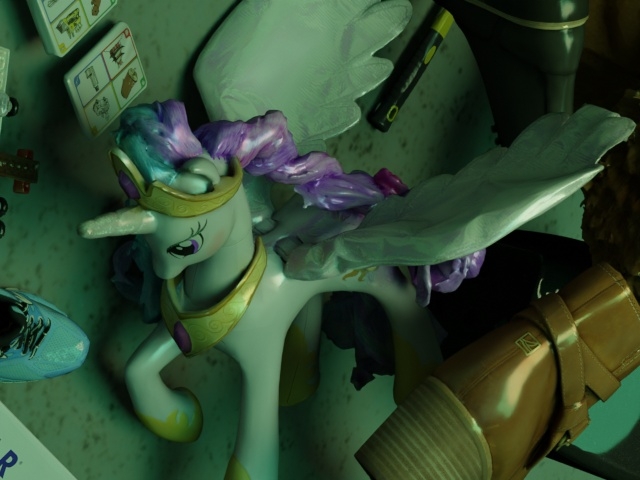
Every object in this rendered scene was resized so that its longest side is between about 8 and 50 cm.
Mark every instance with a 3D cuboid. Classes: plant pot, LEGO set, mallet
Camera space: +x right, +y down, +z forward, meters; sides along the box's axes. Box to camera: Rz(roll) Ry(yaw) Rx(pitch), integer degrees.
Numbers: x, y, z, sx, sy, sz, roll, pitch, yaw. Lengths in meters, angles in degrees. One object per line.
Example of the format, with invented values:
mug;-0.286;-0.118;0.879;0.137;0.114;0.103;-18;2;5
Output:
plant pot;0.178;0.080;1.593;0.167;0.188;0.187;19;88;-35
LEGO set;-0.208;-0.109;1.206;0.244;0.060;0.182;-55;137;-44
mallet;0.089;-0.171;1.519;0.190;0.039;0.062;-53;133;-16

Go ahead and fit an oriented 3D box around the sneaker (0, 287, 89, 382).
sneaker;-0.205;0.059;1.242;0.162;0.073;0.063;22;85;-48

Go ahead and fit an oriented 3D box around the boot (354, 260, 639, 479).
boot;0.139;0.126;1.409;0.220;0.109;0.283;-40;153;-5

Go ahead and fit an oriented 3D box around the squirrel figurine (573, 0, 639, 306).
squirrel figurine;0.311;-0.121;1.470;0.281;0.370;0.397;72;33;-43

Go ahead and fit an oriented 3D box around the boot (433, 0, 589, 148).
boot;0.125;-0.128;1.425;0.077;0.198;0.137;-7;109;-17

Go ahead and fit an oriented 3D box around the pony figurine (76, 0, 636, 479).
pony figurine;0.000;0.000;1.333;0.351;0.303;0.363;-36;141;-24

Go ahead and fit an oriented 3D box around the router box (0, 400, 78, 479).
router box;-0.276;0.221;1.147;0.301;0.082;0.335;-47;137;-11
